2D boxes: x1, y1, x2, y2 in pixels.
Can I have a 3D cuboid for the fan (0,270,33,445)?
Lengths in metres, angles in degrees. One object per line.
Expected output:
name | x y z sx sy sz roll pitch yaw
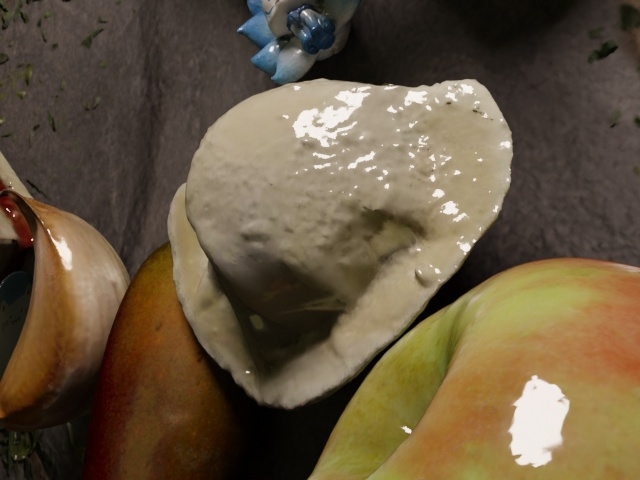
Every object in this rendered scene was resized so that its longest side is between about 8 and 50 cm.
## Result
fan | -0.285 0.113 0.963 0.005 0.113 0.175 8 109 11

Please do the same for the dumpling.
dumpling | -0.005 -0.001 0.695 0.243 0.175 0.227 130 149 -62

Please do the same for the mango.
mango | -0.113 0.128 0.815 0.133 0.111 0.268 6 80 25

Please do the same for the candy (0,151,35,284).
candy | -0.409 -0.037 1.044 0.321 0.135 0.179 49 113 32

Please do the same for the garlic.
garlic | -0.210 0.062 0.891 0.128 0.115 0.207 4 92 43

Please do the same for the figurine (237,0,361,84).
figurine | -0.019 -0.183 0.802 0.114 0.079 0.114 -4 85 41

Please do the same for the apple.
apple | 0.134 0.175 0.518 0.277 0.319 0.319 38 111 -4
